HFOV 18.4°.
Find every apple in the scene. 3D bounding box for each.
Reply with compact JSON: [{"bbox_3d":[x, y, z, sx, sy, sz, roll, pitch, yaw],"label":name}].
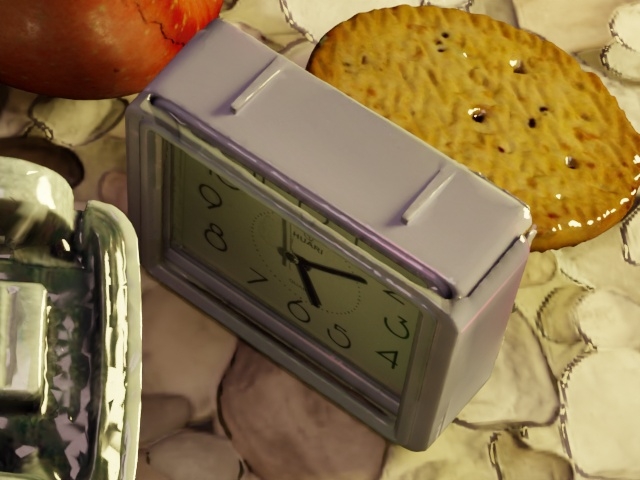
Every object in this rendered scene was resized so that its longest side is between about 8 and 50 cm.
[{"bbox_3d":[-0.137,-0.163,1.032,0.168,0.181,0.181,-1,54,24],"label":"apple"}]

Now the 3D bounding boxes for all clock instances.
[{"bbox_3d":[0.000,-0.001,0.951,0.193,0.145,0.073,33,61,16],"label":"clock"}]

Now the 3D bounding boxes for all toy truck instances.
[{"bbox_3d":[-0.278,0.069,0.848,0.387,0.207,0.173,5,64,-11],"label":"toy truck"}]

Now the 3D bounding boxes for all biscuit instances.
[{"bbox_3d":[0.079,-0.059,1.036,0.187,0.027,0.188,12,41,-10],"label":"biscuit"}]
